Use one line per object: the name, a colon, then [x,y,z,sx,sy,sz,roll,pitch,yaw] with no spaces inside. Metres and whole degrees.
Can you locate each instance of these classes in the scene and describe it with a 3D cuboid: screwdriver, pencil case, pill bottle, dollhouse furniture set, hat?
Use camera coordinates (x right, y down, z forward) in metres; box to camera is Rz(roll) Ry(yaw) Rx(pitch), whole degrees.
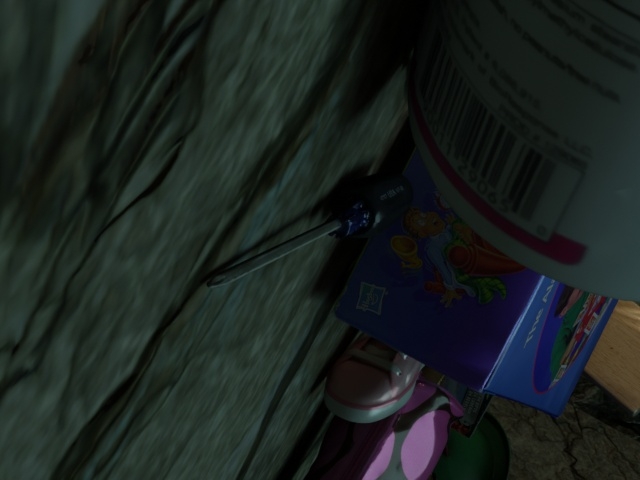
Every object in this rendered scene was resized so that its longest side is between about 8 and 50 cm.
screwdriver: [0.000,0.000,0.427,0.170,0.024,0.025,-37,125,-62]
pencil case: [0.013,0.172,0.764,0.209,0.095,0.098,-60,149,-17]
pill bottle: [0.128,-0.119,0.339,0.160,0.160,0.283,-54,168,-33]
dollhouse furniture set: [0.204,0.065,0.800,0.144,0.123,0.151,-37,148,-17]
hat: [0.078,0.168,1.155,0.183,0.173,0.208,60,37,-39]

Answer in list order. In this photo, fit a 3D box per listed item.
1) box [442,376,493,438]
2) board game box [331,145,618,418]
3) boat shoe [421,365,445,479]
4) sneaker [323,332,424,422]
box: [0.129,0.100,1.101,0.137,0.094,0.027,-63,169,13]
board game box: [0.150,-0.085,0.615,0.347,0.078,0.233,-63,159,-2]
boat shoe: [0.064,0.223,1.076,0.110,0.104,0.307,-48,163,-50]
sneaker: [0.046,0.048,0.710,0.134,0.051,0.070,-37,138,-45]
